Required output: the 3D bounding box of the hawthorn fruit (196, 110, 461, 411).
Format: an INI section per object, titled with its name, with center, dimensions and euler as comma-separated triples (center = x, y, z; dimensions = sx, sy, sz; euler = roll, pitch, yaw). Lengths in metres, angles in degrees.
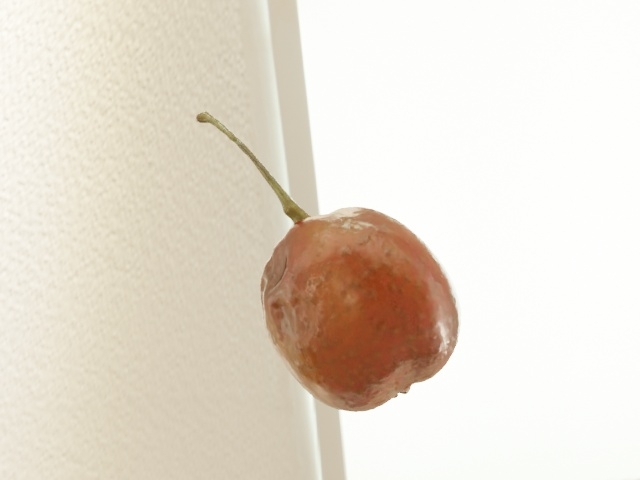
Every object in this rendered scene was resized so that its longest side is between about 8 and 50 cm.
[hawthorn fruit]
center = 0.000, 0.000, 1.109
dimensions = 0.165, 0.165, 0.285
euler = -30, -91, 11
